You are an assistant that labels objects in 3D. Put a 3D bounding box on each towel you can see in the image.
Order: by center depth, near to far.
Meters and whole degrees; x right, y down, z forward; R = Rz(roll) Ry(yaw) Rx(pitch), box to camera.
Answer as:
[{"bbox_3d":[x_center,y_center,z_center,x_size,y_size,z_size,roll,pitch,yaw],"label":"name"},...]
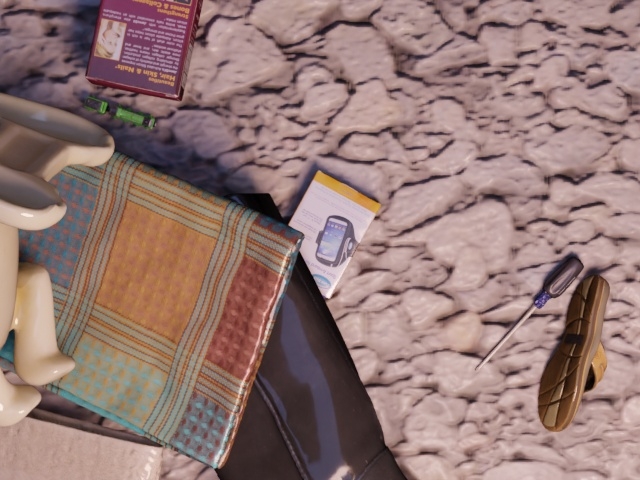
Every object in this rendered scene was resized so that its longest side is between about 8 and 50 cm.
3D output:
[{"bbox_3d":[-0.217,0.048,1.773,0.370,0.040,0.271,23,100,24],"label":"towel"},{"bbox_3d":[-0.300,0.280,1.813,0.282,0.049,0.187,11,96,25],"label":"towel"}]

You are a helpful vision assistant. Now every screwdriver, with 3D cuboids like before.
[{"bbox_3d":[0.230,0.084,1.874,0.024,0.025,0.170,42,90,-1],"label":"screwdriver"}]

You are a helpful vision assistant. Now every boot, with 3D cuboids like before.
[{"bbox_3d":[-0.118,0.216,1.814,0.367,0.146,0.445,-29,90,3],"label":"boot"}]

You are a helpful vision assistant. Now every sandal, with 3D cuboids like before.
[{"bbox_3d":[0.291,0.128,1.860,0.049,0.072,0.180,19,87,-22],"label":"sandal"}]

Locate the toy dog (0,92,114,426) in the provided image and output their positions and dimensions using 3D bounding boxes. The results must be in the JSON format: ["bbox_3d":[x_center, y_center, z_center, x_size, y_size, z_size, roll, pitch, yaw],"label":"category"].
[{"bbox_3d":[-0.431,0.063,1.678,0.395,0.284,0.408,17,110,-8],"label":"toy dog"}]

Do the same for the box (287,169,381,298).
[{"bbox_3d":[0.000,0.000,1.870,0.081,0.028,0.136,29,93,-1],"label":"box"}]

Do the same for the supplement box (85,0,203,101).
[{"bbox_3d":[-0.184,-0.253,1.837,0.104,0.081,0.188,12,91,-1],"label":"supplement box"}]

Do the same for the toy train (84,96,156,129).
[{"bbox_3d":[-0.222,-0.141,1.867,0.083,0.024,0.017,18,91,0],"label":"toy train"}]
